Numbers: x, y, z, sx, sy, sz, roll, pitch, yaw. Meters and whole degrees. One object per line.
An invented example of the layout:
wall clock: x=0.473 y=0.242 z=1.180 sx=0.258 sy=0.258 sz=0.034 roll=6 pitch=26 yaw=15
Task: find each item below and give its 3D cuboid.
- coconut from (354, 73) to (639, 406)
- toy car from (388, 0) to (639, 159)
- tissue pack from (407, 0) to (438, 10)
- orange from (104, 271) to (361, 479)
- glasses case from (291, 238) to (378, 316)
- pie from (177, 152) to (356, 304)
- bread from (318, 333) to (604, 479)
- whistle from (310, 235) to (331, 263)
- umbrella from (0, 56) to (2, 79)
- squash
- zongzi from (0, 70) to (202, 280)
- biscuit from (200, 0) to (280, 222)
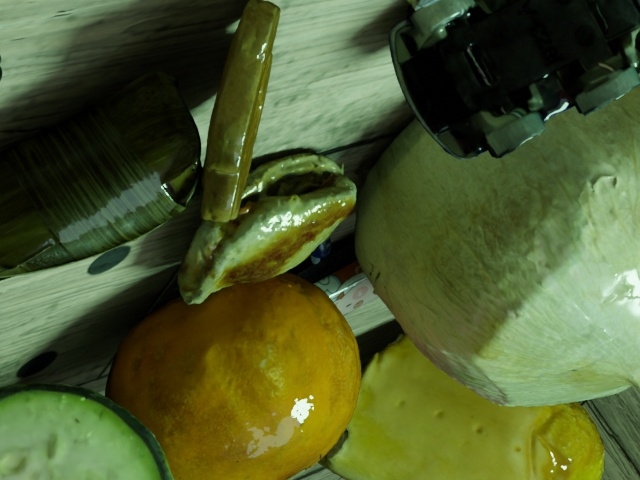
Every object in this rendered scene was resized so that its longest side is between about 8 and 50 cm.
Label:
coconut: x=0.263 y=0.006 z=1.939 sx=0.405 sy=0.404 sz=0.404 roll=-30 pitch=163 yaw=-10
toy car: x=0.181 y=-0.174 z=1.656 sx=0.235 sy=0.172 sz=0.158 roll=-28 pitch=177 yaw=-4
tissue pack: x=0.167 y=-0.293 z=1.438 sx=0.235 sy=0.073 sz=0.173 roll=-28 pitch=161 yaw=-18
orange: x=-0.093 y=0.158 z=1.927 sx=0.284 sy=0.226 sz=0.284 roll=-25 pitch=167 yaw=-6
glasses case: x=0.026 y=0.048 z=2.129 sx=0.267 sy=0.067 sz=0.103 roll=-29 pitch=161 yaw=-15
pie: x=-0.055 y=-0.008 z=1.799 sx=0.205 sy=0.084 sz=0.179 roll=-23 pitch=160 yaw=-41
bread: x=0.217 y=0.282 z=2.604 sx=0.361 sy=0.394 sz=0.250 roll=60 pitch=50 yaw=-79
whistle: x=0.000 y=0.000 z=2.021 sx=0.033 sy=0.029 sz=0.083 roll=-43 pitch=161 yaw=-27
umbrella: x=-0.303 y=-0.098 z=1.160 sx=0.236 sy=0.059 sz=0.066 roll=-21 pitch=117 yaw=-44
squash: x=-0.291 y=0.303 z=1.807 sx=0.263 sy=0.263 sz=0.384 roll=-27 pitch=172 yaw=-19
zongzi: x=-0.205 y=-0.023 z=1.470 sx=0.248 sy=0.111 sz=0.241 roll=-26 pitch=169 yaw=-5
biscuit: x=-0.068 y=-0.100 z=1.450 sx=0.249 sy=0.035 sz=0.184 roll=104 pitch=-1 yaw=-81
